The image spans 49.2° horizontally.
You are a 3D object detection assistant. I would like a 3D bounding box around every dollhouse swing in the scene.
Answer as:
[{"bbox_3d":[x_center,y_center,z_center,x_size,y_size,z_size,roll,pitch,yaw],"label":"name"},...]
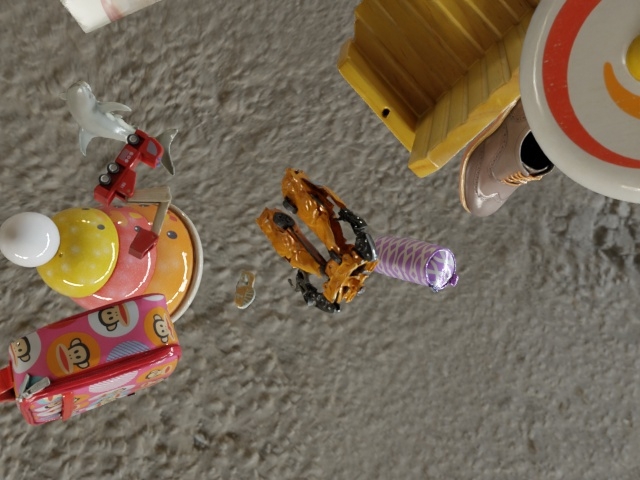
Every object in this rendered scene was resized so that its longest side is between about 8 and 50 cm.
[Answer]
[{"bbox_3d":[0.182,-0.314,1.040,0.347,0.305,0.315,-43,85,27],"label":"dollhouse swing"}]

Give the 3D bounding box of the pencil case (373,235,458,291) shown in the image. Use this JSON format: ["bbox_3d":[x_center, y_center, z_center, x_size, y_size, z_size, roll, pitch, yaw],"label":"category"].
[{"bbox_3d":[0.181,0.042,1.385,0.088,0.206,0.086,31,82,-33],"label":"pencil case"}]

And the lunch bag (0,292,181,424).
[{"bbox_3d":[-0.349,0.182,1.020,0.258,0.293,0.120,-16,77,-24],"label":"lunch bag"}]

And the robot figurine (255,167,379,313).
[{"bbox_3d":[0.000,0.000,1.368,0.085,0.291,0.211,-2,133,-51],"label":"robot figurine"}]

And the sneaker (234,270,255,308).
[{"bbox_3d":[-0.124,0.088,1.133,0.032,0.083,0.037,19,125,-8],"label":"sneaker"}]

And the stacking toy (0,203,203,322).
[{"bbox_3d":[-0.531,0.035,1.619,0.351,0.480,0.350,-4,79,23],"label":"stacking toy"}]

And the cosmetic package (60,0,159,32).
[{"bbox_3d":[-0.229,-0.426,0.973,0.296,0.153,0.129,-15,135,18],"label":"cosmetic package"}]

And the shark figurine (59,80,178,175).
[{"bbox_3d":[-0.431,-0.216,1.415,0.278,0.166,0.116,31,69,-50],"label":"shark figurine"}]

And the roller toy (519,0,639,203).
[{"bbox_3d":[0.249,-0.118,0.491,0.209,0.146,0.191,46,116,23],"label":"roller toy"}]

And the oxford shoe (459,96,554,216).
[{"bbox_3d":[0.367,-0.152,1.345,0.130,0.363,0.132,0,51,-13],"label":"oxford shoe"}]

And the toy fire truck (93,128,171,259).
[{"bbox_3d":[-0.303,-0.080,1.179,0.135,0.047,0.192,31,68,-7],"label":"toy fire truck"}]
